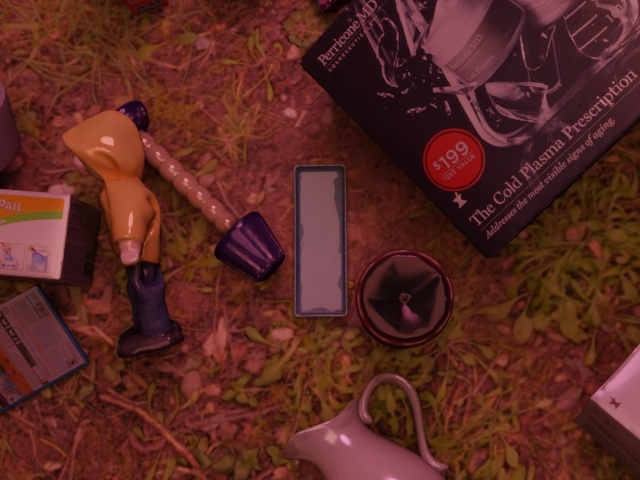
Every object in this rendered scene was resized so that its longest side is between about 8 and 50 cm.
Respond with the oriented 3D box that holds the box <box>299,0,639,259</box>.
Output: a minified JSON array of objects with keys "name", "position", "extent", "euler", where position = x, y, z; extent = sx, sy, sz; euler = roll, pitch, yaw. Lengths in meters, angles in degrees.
[{"name":"box","position":[0.214,-0.212,1.012],"extent":[0.312,0.179,0.343],"euler":[47,108,9]}]

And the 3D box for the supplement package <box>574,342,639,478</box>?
[{"name":"supplement package","position":[0.447,0.159,0.980],"extent":[0.204,0.145,0.262],"euler":[41,80,21]}]

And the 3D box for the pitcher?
[{"name":"pitcher","position":[0.087,0.269,1.048],"extent":[0.177,0.125,0.207],"euler":[-39,70,-17]}]

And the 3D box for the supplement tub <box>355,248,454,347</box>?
[{"name":"supplement tub","position":[0.092,0.071,1.024],"extent":[0.106,0.198,0.106],"euler":[0,82,3]}]

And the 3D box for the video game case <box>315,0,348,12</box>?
[{"name":"video game case","position":[0.037,-0.433,1.103],"extent":[0.232,0.041,0.210],"euler":[-32,84,38]}]

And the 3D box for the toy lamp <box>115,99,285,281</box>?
[{"name":"toy lamp","position":[-0.155,-0.058,1.122],"extent":[0.080,0.080,0.275],"euler":[-44,80,-2]}]

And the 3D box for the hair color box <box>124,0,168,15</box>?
[{"name":"hair color box","position":[-0.244,-0.357,1.118],"extent":[0.053,0.167,0.093],"euler":[-21,82,2]}]

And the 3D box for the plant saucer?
[{"name":"plant saucer","position":[0.000,0.000,1.131],"extent":[0.067,0.018,0.192],"euler":[-1,83,4]}]

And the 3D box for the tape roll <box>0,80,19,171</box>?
[{"name":"tape roll","position":[-0.483,-0.129,1.090],"extent":[0.219,0.072,0.219],"euler":[-3,38,3]}]

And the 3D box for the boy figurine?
[{"name":"boy figurine","position":[-0.229,-0.009,1.061],"extent":[0.092,0.177,0.285],"euler":[-15,100,-10]}]

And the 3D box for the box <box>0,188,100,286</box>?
[{"name":"box","position":[-0.392,-0.005,1.112],"extent":[0.203,0.114,0.103],"euler":[4,83,6]}]

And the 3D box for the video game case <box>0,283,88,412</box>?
[{"name":"video game case","position":[-0.391,0.144,1.121],"extent":[0.166,0.015,0.119],"euler":[-29,104,0]}]
